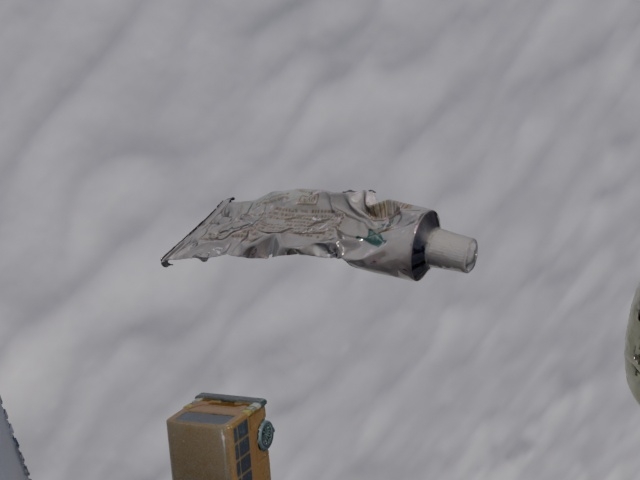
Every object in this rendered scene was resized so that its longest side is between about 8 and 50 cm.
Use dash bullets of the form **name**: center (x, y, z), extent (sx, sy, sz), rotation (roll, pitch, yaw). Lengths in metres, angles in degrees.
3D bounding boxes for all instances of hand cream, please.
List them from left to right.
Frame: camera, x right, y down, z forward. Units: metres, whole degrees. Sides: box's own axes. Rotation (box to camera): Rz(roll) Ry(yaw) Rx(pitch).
- **hand cream**: center (-0.001, -0.003, 1.268), extent (0.084, 0.257, 0.050), rotation (-51, 133, -35)

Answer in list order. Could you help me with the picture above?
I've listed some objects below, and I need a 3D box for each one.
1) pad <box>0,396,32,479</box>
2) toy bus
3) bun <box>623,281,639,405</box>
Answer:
- **pad**: center (-0.303, 0.280, 1.692), extent (0.012, 0.269, 0.270), rotation (-11, 125, 1)
- **toy bus**: center (-0.104, 0.263, 1.855), extent (0.103, 0.091, 0.182), rotation (-31, 121, -60)
- **bun**: center (0.412, 0.083, 1.599), extent (0.287, 0.287, 0.146), rotation (-55, 147, 8)
